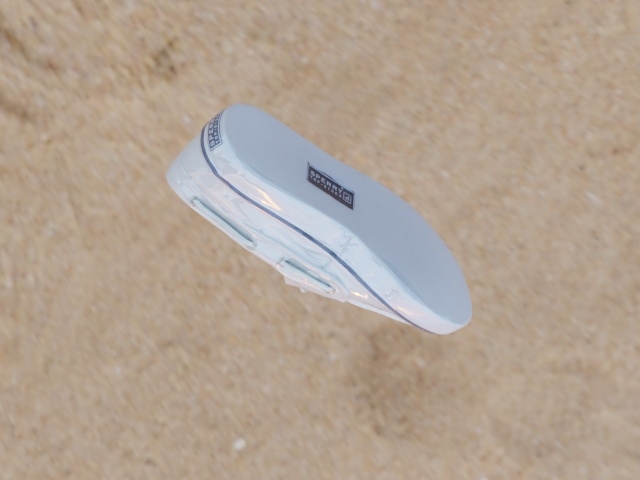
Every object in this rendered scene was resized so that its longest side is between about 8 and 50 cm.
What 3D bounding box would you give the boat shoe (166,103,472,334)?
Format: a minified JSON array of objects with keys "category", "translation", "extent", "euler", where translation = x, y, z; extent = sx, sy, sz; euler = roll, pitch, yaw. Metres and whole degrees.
[{"category":"boat shoe","translation":[0.000,0.000,1.452],"extent":[0.267,0.096,0.088],"euler":[32,131,-29]}]
